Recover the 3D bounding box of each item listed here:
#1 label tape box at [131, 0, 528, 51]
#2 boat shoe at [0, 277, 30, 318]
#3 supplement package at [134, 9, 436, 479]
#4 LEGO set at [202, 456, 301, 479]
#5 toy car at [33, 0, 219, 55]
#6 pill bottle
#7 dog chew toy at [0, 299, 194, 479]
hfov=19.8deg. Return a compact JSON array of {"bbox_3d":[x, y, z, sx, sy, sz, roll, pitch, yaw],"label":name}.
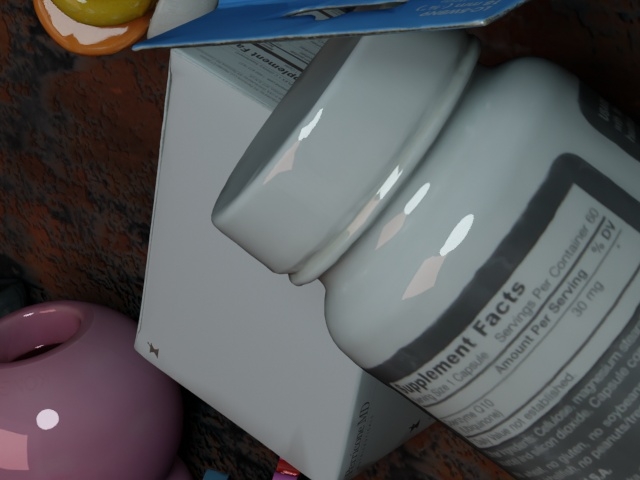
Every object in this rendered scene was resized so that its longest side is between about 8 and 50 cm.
[{"bbox_3d":[0.085,-0.199,0.952,0.240,0.333,0.106,1,111,44],"label":"label tape box"},{"bbox_3d":[-0.416,0.057,1.684,0.340,0.127,0.113,11,114,18],"label":"boat shoe"},{"bbox_3d":[0.000,0.000,1.281,0.204,0.145,0.262,33,131,29],"label":"supplement package"},{"bbox_3d":[-0.079,0.278,1.490,0.087,0.093,0.227,12,112,5],"label":"LEGO set"},{"bbox_3d":[-0.130,-0.205,1.237,0.159,0.182,0.136,26,155,-2],"label":"toy car"},{"bbox_3d":[0.132,0.026,1.031,0.361,0.204,0.204,37,138,-9],"label":"pill bottle"},{"bbox_3d":[-0.195,0.219,1.559,0.206,0.206,0.332,8,125,42],"label":"dog chew toy"}]
